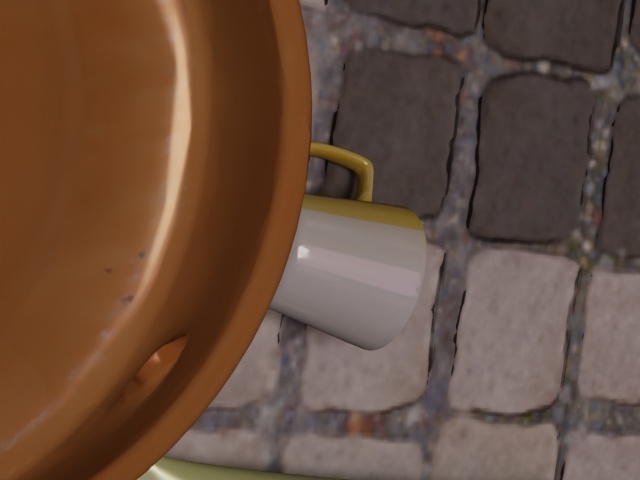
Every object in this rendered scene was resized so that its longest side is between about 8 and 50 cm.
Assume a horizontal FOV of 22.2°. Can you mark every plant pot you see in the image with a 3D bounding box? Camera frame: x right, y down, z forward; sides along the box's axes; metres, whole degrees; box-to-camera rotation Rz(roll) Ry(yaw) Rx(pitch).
[{"bbox_3d":[-0.134,-0.036,0.425,0.290,0.203,0.291,0,93,-9],"label":"plant pot"}]

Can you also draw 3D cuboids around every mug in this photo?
[{"bbox_3d":[-0.001,0.004,0.678,0.064,0.078,0.062,15,121,-26],"label":"mug"}]

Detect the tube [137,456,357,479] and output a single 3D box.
[{"bbox_3d":[0.019,0.140,0.704,0.240,0.062,0.070,6,53,-29],"label":"tube"}]
